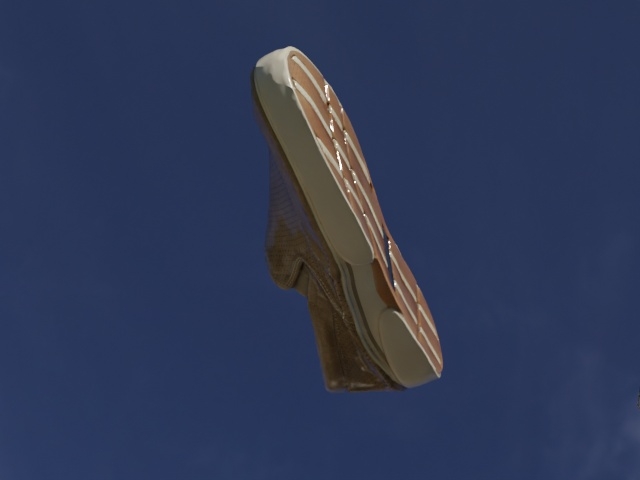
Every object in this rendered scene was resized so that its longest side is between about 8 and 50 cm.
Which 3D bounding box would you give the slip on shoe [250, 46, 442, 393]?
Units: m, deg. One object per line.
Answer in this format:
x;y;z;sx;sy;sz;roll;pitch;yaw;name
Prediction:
0.000;0.000;0.489;0.041;0.051;0.135;-16;-47;13;slip on shoe

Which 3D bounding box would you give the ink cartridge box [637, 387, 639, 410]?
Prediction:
0.171;-0.013;0.007;0.176;0.371;0.069;-44;-71;-13;ink cartridge box
